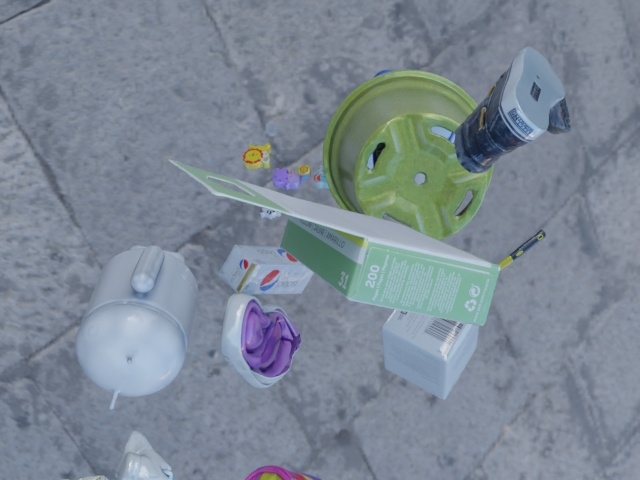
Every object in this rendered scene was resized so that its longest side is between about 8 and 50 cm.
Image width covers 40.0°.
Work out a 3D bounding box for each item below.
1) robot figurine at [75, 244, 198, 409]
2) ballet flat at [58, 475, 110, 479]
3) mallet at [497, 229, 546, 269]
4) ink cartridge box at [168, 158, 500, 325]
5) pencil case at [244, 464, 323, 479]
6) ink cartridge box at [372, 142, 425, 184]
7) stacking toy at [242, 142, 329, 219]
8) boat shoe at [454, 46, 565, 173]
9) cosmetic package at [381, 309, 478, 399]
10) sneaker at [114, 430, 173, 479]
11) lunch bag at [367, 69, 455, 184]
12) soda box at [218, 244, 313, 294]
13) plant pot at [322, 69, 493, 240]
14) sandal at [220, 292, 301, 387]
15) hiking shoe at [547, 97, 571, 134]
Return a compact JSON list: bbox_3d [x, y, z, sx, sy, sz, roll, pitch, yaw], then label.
[{"bbox_3d":[-0.343,0.152,1.666,0.200,0.353,0.300,9,125,-4],"label":"robot figurine"},{"bbox_3d":[-0.328,0.376,1.212,0.280,0.095,0.096,22,62,-65],"label":"ballet flat"},{"bbox_3d":[0.374,0.047,1.735,0.190,0.039,0.062,-29,103,-13],"label":"mallet"},{"bbox_3d":[0.000,0.000,0.701,0.235,0.171,0.056,12,98,-23],"label":"ink cartridge box"},{"bbox_3d":[0.012,0.317,0.958,0.236,0.104,0.104,32,74,-40],"label":"pencil case"},{"bbox_3d":[0.135,-0.170,1.512,0.311,0.065,0.185,-54,141,-70],"label":"ink cartridge box"},{"bbox_3d":[-0.023,-0.115,1.634,0.167,0.221,0.052,81,6,-55],"label":"stacking toy"},{"bbox_3d":[0.183,-0.131,0.867,0.065,0.083,0.183,49,34,-7],"label":"boat shoe"},{"bbox_3d":[0.229,0.201,1.815,0.151,0.151,0.183,-52,155,-27],"label":"cosmetic package"},{"bbox_3d":[-0.298,0.389,1.510,0.094,0.212,0.080,20,89,-12],"label":"sneaker"},{"bbox_3d":[0.167,-0.199,1.923,0.115,0.243,0.303,-65,179,-66],"label":"lunch bag"},{"bbox_3d":[-0.101,0.059,1.739,0.216,0.069,0.074,5,120,-57],"label":"soda box"},{"bbox_3d":[0.138,-0.109,1.292,0.276,0.254,0.276,0,102,1],"label":"plant pot"},{"bbox_3d":[-0.091,0.202,1.680,0.416,0.102,0.169,40,58,-74],"label":"sandal"},{"bbox_3d":[0.349,-0.218,1.466,0.227,0.114,0.086,-68,143,-70],"label":"hiking shoe"}]
